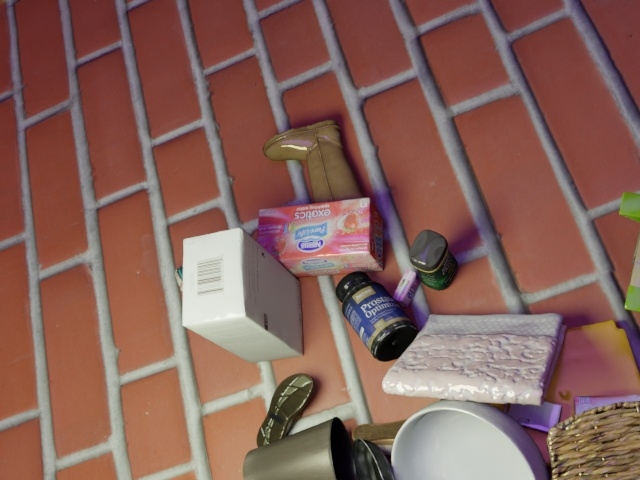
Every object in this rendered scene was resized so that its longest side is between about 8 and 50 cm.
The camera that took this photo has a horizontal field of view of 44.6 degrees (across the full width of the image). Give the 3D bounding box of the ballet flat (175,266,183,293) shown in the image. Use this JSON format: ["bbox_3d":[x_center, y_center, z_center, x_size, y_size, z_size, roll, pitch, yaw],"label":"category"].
[{"bbox_3d":[-0.311,0.156,2.072,0.241,0.091,0.077,33,107,32],"label":"ballet flat"}]

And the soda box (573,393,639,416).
[{"bbox_3d":[0.619,0.352,1.613,0.183,0.063,0.058,-5,69,16],"label":"soda box"}]

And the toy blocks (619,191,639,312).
[{"bbox_3d":[0.736,-0.007,1.674,0.191,0.261,0.381,12,80,21],"label":"toy blocks"}]

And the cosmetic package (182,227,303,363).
[{"bbox_3d":[-0.175,0.144,1.853,0.156,0.385,0.217,-11,68,17],"label":"cosmetic package"}]

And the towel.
[{"bbox_3d":[0.338,0.244,1.675,0.332,0.317,0.053,-3,112,29],"label":"towel"}]

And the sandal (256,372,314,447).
[{"bbox_3d":[-0.080,0.419,1.894,0.090,0.060,0.219,26,94,33],"label":"sandal"}]

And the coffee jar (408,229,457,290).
[{"bbox_3d":[0.267,0.046,1.846,0.079,0.184,0.096,23,78,26],"label":"coffee jar"}]

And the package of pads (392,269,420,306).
[{"bbox_3d":[0.212,0.118,1.913,0.032,0.050,0.083,21,77,31],"label":"package of pads"}]

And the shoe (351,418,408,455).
[{"bbox_3d":[0.183,0.454,1.787,0.219,0.058,0.076,-2,37,15],"label":"shoe"}]

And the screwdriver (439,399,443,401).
[{"bbox_3d":[0.320,0.322,1.807,0.025,0.024,0.169,33,79,-1],"label":"screwdriver"}]

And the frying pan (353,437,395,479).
[{"bbox_3d":[0.134,0.506,1.650,0.053,0.326,0.197,-14,76,-17],"label":"frying pan"}]

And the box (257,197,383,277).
[{"bbox_3d":[0.000,0.000,1.986,0.300,0.142,0.154,-5,68,18],"label":"box"}]

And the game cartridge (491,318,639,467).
[{"bbox_3d":[0.536,0.341,1.710,0.324,0.052,0.285,-14,65,11],"label":"game cartridge"}]

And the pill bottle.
[{"bbox_3d":[0.127,0.176,1.869,0.123,0.123,0.219,-39,49,1],"label":"pill bottle"}]

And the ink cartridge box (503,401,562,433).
[{"bbox_3d":[0.454,0.373,1.678,0.115,0.029,0.062,11,72,24],"label":"ink cartridge box"}]

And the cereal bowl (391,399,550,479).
[{"bbox_3d":[0.324,0.479,1.625,0.339,0.141,0.338,11,110,34],"label":"cereal bowl"}]

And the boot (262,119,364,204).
[{"bbox_3d":[-0.024,-0.179,2.101,0.236,0.089,0.269,-19,65,12],"label":"boot"}]

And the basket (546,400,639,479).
[{"bbox_3d":[0.607,0.440,1.543,0.299,0.223,0.213,-11,64,17],"label":"basket"}]

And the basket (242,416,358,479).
[{"bbox_3d":[-0.050,0.524,1.785,0.227,0.154,0.204,-14,78,18],"label":"basket"}]
